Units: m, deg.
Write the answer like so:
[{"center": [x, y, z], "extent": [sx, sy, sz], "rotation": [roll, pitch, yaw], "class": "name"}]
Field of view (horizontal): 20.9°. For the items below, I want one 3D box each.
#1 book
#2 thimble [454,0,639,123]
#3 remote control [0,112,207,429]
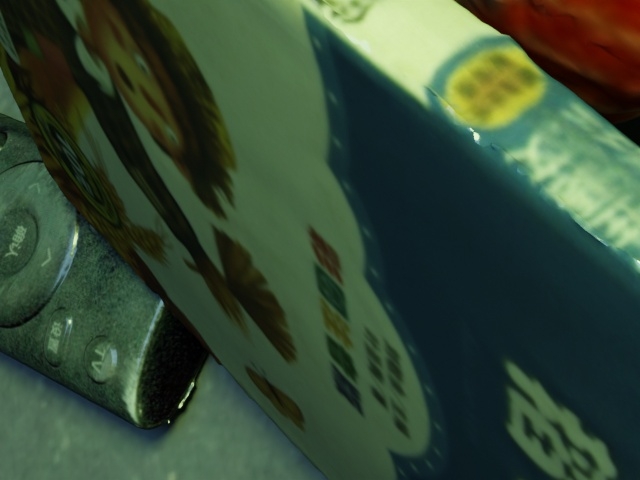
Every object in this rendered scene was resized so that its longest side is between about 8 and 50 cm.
[{"center": [0.000, 0.000, 0.550], "extent": [0.039, 0.300, 0.428], "rotation": [-35, 56, -18], "class": "book"}, {"center": [0.100, -0.220, 0.492], "extent": [0.350, 0.230, 0.350], "rotation": [-47, 11, 12], "class": "thimble"}, {"center": [-0.189, -0.018, 0.874], "extent": [0.378, 0.044, 0.107], "rotation": [22, 95, 41], "class": "remote control"}]
